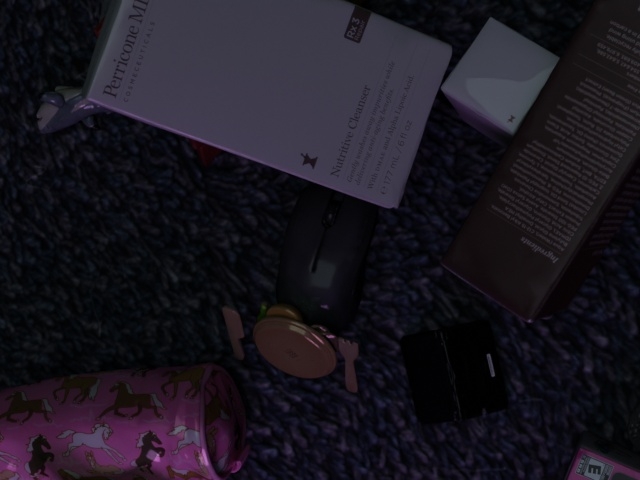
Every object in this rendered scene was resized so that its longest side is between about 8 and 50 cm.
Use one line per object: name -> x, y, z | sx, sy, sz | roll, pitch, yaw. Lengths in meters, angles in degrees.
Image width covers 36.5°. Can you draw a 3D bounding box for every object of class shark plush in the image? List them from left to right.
shark plush -> -0.340, -0.194, 1.436 | 0.161, 0.073, 0.067 | -5, 108, -5

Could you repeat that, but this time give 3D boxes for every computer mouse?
computer mouse -> 0.000, 0.000, 1.312 | 0.189, 0.072, 0.272 | 9, 91, 14

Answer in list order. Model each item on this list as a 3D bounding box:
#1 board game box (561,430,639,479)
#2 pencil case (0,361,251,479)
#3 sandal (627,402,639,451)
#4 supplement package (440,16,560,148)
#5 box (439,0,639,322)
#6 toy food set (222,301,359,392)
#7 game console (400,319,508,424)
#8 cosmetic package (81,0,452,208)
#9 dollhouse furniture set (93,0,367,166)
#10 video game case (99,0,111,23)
board game box -> 0.421, 0.400, 1.177 | 0.303, 0.097, 0.224 | 21, 95, 14
pencil case -> -0.296, 0.268, 1.343 | 0.386, 0.167, 0.160 | -10, 59, 15
sandal -> 0.506, 0.257, 1.180 | 0.254, 0.054, 0.097 | 25, 102, 25
supplement package -> 0.232, -0.181, 1.194 | 0.105, 0.179, 0.105 | 36, 96, 16
box -> 0.313, -0.100, 1.141 | 0.143, 0.191, 0.381 | 33, 104, 21
toy food set -> -0.032, 0.135, 1.309 | 0.192, 0.132, 0.038 | 14, 50, 17
game console -> 0.177, 0.175, 1.292 | 0.107, 0.071, 0.122 | -12, 86, -15
cosmetic package -> -0.067, -0.202, 1.152 | 0.385, 0.156, 0.217 | 16, 96, -20
dollhouse furniture set -> -0.095, -0.306, 1.329 | 0.374, 0.152, 0.201 | -41, 78, -7
video game case -> -0.249, -0.364, 1.363 | 0.157, 0.143, 0.019 | -40, 117, 11
